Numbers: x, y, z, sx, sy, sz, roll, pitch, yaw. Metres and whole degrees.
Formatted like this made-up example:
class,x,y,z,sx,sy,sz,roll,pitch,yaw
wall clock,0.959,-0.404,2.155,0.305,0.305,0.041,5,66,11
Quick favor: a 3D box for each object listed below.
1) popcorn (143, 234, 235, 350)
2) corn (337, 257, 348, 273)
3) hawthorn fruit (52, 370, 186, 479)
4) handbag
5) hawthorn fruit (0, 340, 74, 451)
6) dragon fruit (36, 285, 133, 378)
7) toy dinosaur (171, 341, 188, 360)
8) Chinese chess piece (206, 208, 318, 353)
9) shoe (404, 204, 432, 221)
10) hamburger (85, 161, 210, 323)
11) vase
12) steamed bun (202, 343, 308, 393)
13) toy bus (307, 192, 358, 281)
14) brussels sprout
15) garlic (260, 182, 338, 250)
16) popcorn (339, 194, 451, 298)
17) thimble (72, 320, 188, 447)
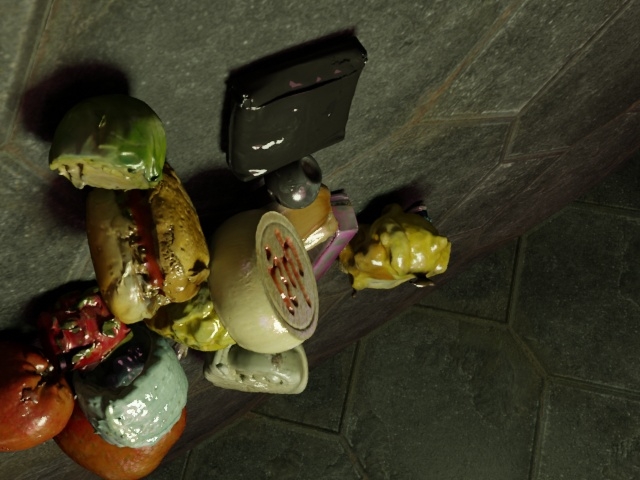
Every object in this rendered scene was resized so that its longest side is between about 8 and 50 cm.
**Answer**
class,x,y,z,sx,sy,sz,roll,pitch,yaw
popcorn,-0.237,0.111,1.363,0.249,0.249,0.225,5,104,-61
corn,0.164,0.063,2.117,0.097,0.097,0.319,-44,157,28
hawthorn fruit,-0.494,0.382,1.546,0.284,0.285,0.369,-36,119,8
handbag,-0.040,-0.214,1.114,0.246,0.080,0.223,-26,159,-23
hawthorn fruit,-0.631,0.308,1.271,0.298,0.211,0.211,-16,161,2
dragon fruit,-0.448,0.173,1.289,0.172,0.160,0.167,-24,117,-37
toy dinosaur,-0.309,0.180,1.634,0.199,0.072,0.251,-33,152,-40
Chinese chess piece,-0.104,0.075,1.237,0.112,0.270,0.270,-17,167,20
shoe,0.278,-0.051,2.046,0.143,0.071,0.064,-38,161,28
hamburger,-0.276,0.001,1.052,0.162,0.245,0.244,-17,161,1
vase,-0.085,-0.101,1.291,0.182,0.120,0.120,-27,168,35
steamed bun,-0.191,0.331,1.976,0.309,0.220,0.324,4,157,8
toy bus,0.000,0.000,1.667,0.090,0.112,0.274,-11,152,-33
brussels sprout,-0.276,-0.134,0.875,0.151,0.122,0.149,-3,163,20
garlic,-0.077,-0.042,1.448,0.228,0.110,0.217,-39,152,-17
popcorn,0.200,0.015,1.835,0.315,0.281,0.297,-1,167,12
thimble,-0.387,0.300,1.362,0.204,0.250,0.172,-12,124,5
